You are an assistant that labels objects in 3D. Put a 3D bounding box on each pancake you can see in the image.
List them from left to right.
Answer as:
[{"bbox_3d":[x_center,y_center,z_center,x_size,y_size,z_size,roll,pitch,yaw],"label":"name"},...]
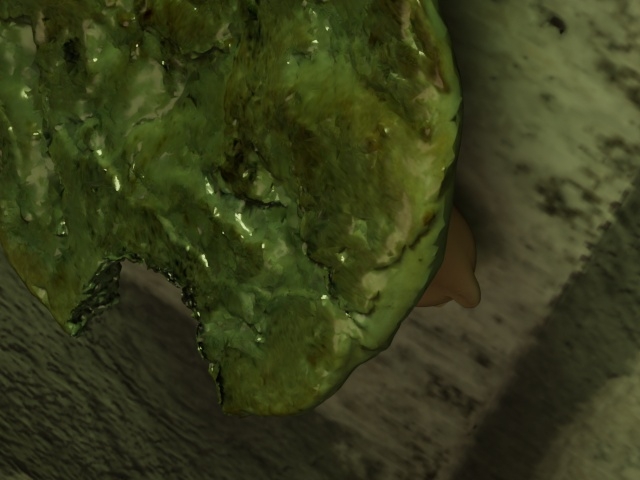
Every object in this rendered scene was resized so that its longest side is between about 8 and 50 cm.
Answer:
[{"bbox_3d":[-0.044,-0.058,0.712,0.253,0.037,0.254,11,106,41],"label":"pancake"}]

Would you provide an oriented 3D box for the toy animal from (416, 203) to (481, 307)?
[{"bbox_3d":[0.000,0.000,0.775,0.091,0.082,0.114,-22,114,47],"label":"toy animal"}]
